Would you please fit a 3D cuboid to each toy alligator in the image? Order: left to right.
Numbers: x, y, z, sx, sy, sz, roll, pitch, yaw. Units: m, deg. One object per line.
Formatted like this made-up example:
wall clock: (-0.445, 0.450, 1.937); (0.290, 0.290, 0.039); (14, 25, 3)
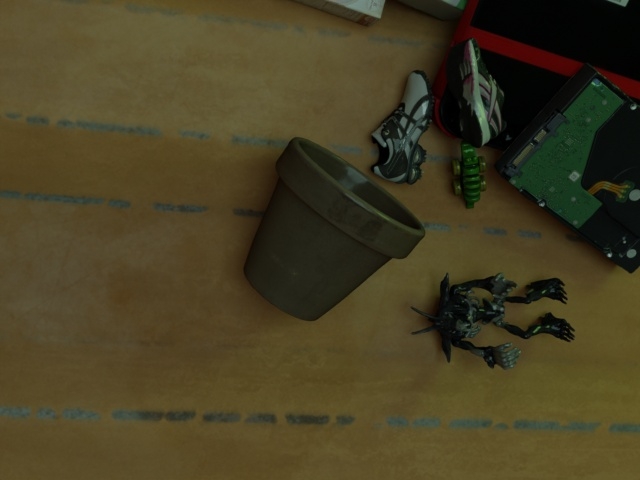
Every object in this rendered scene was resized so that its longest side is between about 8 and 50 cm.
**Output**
toy alligator: (0.255, -0.129, 1.514); (0.056, 0.051, 0.189); (-8, 121, 0)

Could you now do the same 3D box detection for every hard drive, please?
hard drive: (0.502, -0.118, 1.539); (0.339, 0.064, 0.237); (32, 110, -21)

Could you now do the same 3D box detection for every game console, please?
game console: (0.406, -0.295, 1.508); (0.387, 0.060, 0.342); (14, 114, -14)

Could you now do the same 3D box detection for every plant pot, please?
plant pot: (0.000, 0.000, 1.412); (0.263, 0.263, 0.229); (33, 102, -12)

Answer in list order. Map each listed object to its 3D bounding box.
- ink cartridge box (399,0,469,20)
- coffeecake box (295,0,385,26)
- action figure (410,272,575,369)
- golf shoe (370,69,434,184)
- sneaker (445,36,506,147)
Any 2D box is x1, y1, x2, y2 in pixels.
ink cartridge box: (0.208, -0.491, 1.474); (0.154, 0.093, 0.212); (7, 93, -45)
coffeecake box: (0.025, -0.458, 1.474); (0.186, 0.068, 0.142); (16, 88, -14)
action figure: (0.302, 0.130, 1.529); (0.276, 0.141, 0.164); (-6, 95, -16)
golf shoe: (0.136, -0.197, 1.507); (0.094, 0.077, 0.198); (7, 90, -13)
sneaker: (0.261, -0.248, 1.454); (0.077, 0.072, 0.178); (-24, 115, -26)
